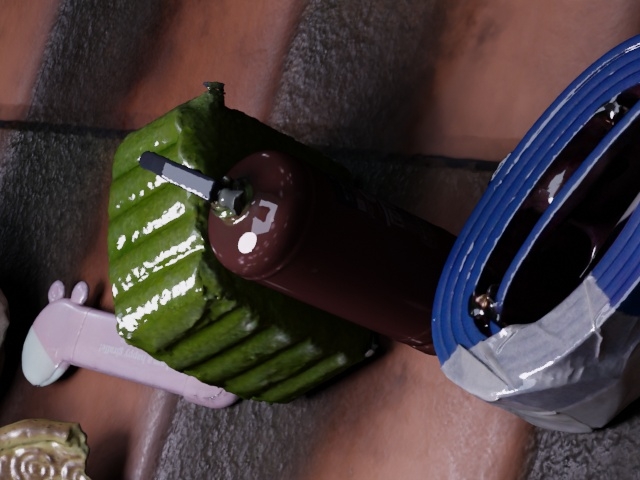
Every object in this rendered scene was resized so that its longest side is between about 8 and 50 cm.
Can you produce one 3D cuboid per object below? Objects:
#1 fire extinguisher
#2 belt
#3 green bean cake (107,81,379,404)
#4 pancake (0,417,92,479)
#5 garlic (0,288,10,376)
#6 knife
[{"bbox_3d":[0.000,0.000,1.591,0.135,0.337,0.114,22,87,50],"label":"fire extinguisher"},{"bbox_3d":[0.243,-0.004,1.503,0.347,0.117,0.212,-55,40,11],"label":"belt"},{"bbox_3d":[-0.081,0.012,1.742,0.156,0.250,0.247,-30,52,34],"label":"green bean cake"},{"bbox_3d":[-0.292,0.302,1.901,0.235,0.029,0.212,39,84,8],"label":"pancake"},{"bbox_3d":[-0.519,0.102,2.172,0.317,0.259,0.317,2,94,27],"label":"garlic"},{"bbox_3d":[-0.203,0.124,1.987,0.398,0.038,0.132,8,80,48],"label":"knife"}]
